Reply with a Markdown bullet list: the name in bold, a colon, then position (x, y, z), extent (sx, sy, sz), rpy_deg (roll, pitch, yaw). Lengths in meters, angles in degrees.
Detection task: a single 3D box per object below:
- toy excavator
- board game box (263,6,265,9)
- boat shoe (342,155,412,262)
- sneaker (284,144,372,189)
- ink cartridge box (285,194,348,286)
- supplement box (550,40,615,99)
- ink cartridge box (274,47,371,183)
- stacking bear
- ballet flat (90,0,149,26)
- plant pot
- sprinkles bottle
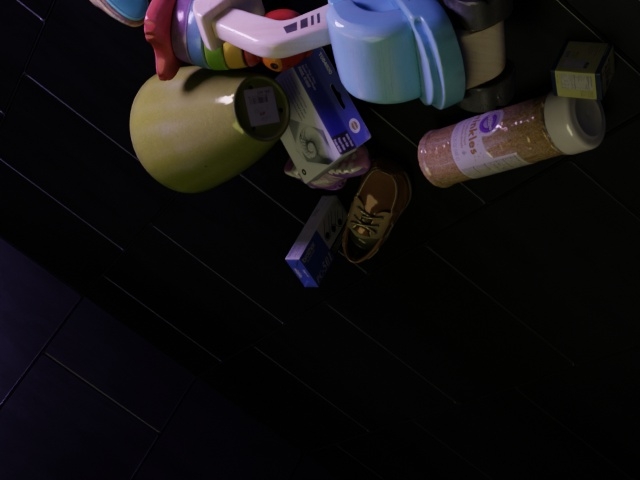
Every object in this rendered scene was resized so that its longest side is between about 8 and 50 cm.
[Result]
- **toy excavator**: position (0.045, -0.355, 1.567), extent (0.222, 0.445, 0.433), rpy_deg (76, 170, -48)
- **board game box**: position (-0.167, -0.486, 1.849), extent (0.133, 0.033, 0.168), rpy_deg (9, 142, 28)
- **boat shoe**: position (0.120, -0.054, 2.125), extent (0.123, 0.120, 0.324), rpy_deg (25, 147, 9)
- **sneaker**: position (0.033, -0.158, 2.091), extent (0.236, 0.095, 0.104), rpy_deg (-1, 143, 47)
- **ink cartridge box**: position (0.000, 0.000, 2.213), extent (0.046, 0.207, 0.097), rpy_deg (-1, 136, 39)
- **supplement box**: position (0.439, -0.285, 1.584), extent (0.083, 0.083, 0.056), rpy_deg (11, 143, 29)
- **ink cartridge box**: position (-0.018, -0.255, 1.948), extent (0.223, 0.045, 0.224), rpy_deg (61, 144, 4)
- **stacking bear**: position (-0.161, -0.392, 1.801), extent (0.289, 0.164, 0.175), rpy_deg (9, 149, 10)
- **ballet flat**: position (-0.481, -0.574, 1.913), extent (0.123, 0.123, 0.348), rpy_deg (-14, 121, 48)
- **plant pot**: position (-0.202, -0.248, 1.946), extent (0.275, 0.274, 0.293), rpy_deg (47, 151, -24)
- **sprinkles bottle**: position (0.345, -0.188, 1.757), extent (0.355, 0.121, 0.121), rpy_deg (-14, 127, 48)
